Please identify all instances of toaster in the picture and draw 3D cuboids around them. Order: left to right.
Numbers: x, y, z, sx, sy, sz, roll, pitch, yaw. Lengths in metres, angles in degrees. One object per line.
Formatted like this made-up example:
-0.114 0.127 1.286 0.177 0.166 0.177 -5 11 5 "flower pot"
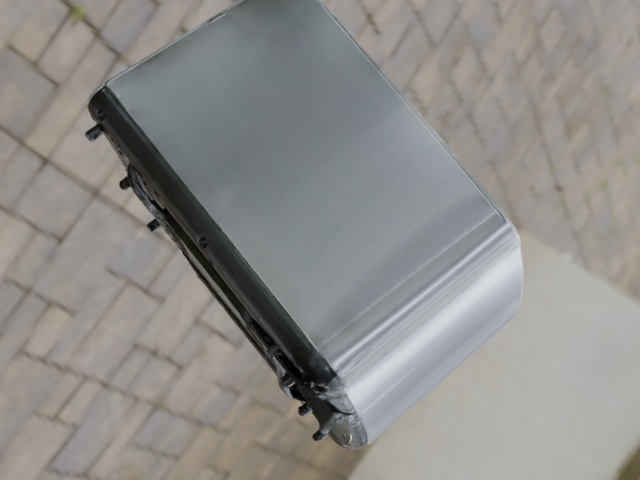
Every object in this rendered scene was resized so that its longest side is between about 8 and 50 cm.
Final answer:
0.000 0.000 0.683 0.110 0.186 0.168 -38 163 -5 "toaster"
